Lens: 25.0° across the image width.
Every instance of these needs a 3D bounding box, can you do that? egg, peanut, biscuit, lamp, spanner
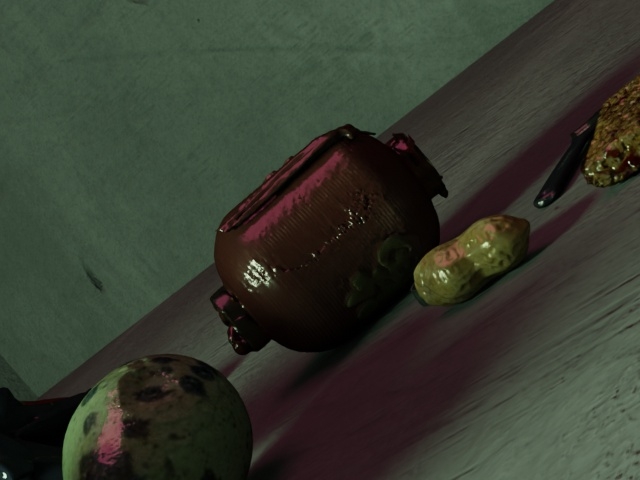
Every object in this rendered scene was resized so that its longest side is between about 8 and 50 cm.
[{"bbox_3d":[-0.126,0.164,1.093,0.141,0.141,0.181,-38,11,25],"label":"egg"},{"bbox_3d":[0.118,0.015,1.122,0.113,0.054,0.054,-36,7,34],"label":"peanut"},{"bbox_3d":[0.250,-0.092,1.160,0.064,0.034,0.199,-38,7,25],"label":"biscuit"},{"bbox_3d":[0.000,0.000,1.363,0.258,0.180,0.180,-40,5,-7],"label":"lamp"},{"bbox_3d":[0.231,-0.079,1.304,0.046,0.012,0.208,-35,8,35],"label":"spanner"}]

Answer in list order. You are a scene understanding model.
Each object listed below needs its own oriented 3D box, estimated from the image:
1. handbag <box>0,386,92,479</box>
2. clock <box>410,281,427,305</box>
[{"bbox_3d":[-0.355,0.217,1.232,0.303,0.122,0.329,-4,-29,-21],"label":"handbag"},{"bbox_3d":[0.114,0.023,1.246,0.085,0.017,0.085,-40,5,4],"label":"clock"}]
